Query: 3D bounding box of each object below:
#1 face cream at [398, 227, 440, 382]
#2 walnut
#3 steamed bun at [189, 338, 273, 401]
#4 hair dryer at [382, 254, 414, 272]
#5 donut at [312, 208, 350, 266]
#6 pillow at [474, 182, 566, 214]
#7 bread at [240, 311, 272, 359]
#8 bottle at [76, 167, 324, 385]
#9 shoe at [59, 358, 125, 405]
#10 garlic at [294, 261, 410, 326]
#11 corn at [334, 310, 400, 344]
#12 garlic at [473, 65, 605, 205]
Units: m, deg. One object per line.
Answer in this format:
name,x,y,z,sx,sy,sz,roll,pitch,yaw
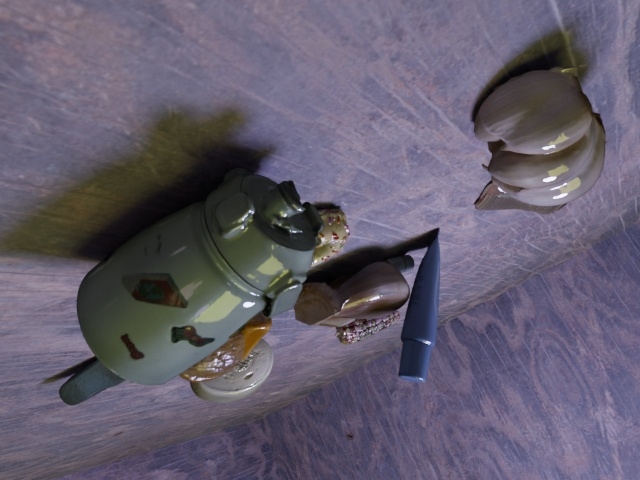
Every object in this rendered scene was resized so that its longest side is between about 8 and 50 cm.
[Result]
face cream,0.264,0.165,1.332,0.086,0.385,0.135,12,157,4
walnut,-0.270,0.252,1.203,0.184,0.155,0.155,0,149,-43
steamed bun,-0.262,0.399,1.556,0.250,0.155,0.200,-11,156,-24
hair dryer,0.192,0.084,1.453,0.082,0.047,0.137,-10,162,-31
donut,0.005,-0.002,1.001,0.108,0.065,0.166,-13,157,-28
pillow,0.487,-0.101,1.238,0.211,0.034,0.135,3,153,-1
bread,-0.202,0.248,1.369,0.092,0.074,0.239,7,145,-27
bottle,-0.149,0.035,0.744,0.351,0.229,0.229,-35,157,18
shoe,-0.512,0.310,1.214,0.195,0.079,0.078,-31,-165,-3
garlic,0.095,0.144,1.345,0.279,0.132,0.325,-24,164,41
corn,0.175,0.306,1.913,0.280,0.092,0.092,-16,158,-32
garlic,0.371,-0.150,0.883,0.203,0.185,0.281,-18,166,33
